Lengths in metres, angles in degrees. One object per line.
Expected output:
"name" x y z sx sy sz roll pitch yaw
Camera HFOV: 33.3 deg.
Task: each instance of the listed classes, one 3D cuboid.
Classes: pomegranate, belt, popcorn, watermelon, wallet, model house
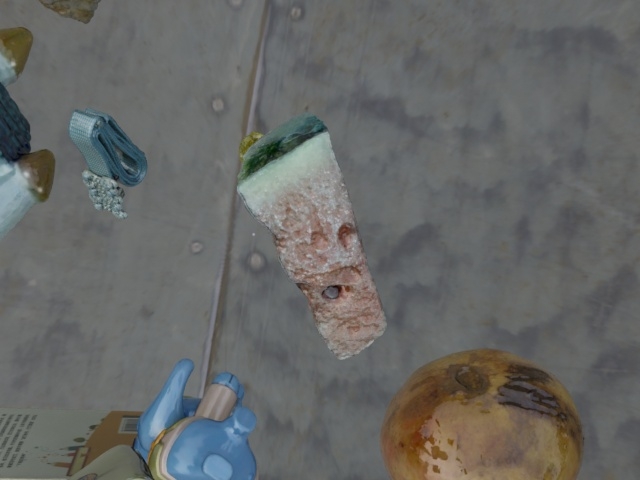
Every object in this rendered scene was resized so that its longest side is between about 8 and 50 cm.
"pomegranate" 0.256 0.320 1.701 0.322 0.322 0.322 0 90 -4
"belt" -0.304 -0.114 1.489 0.065 0.179 0.100 23 73 23
"popcorn" -0.064 -0.091 1.248 0.068 0.059 0.083 -42 79 20
"watermelon" 0.000 0.000 1.034 0.094 0.154 0.241 -22 107 2
"wallet" -0.146 0.167 0.626 0.110 0.155 0.039 -30 92 -13
"model house" -0.388 -0.101 1.116 0.291 0.253 0.184 -49 137 -14

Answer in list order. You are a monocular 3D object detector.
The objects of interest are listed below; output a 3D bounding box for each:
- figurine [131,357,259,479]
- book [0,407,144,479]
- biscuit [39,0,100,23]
"figurine" -0.134 0.233 1.206 0.154 0.262 0.180 12 64 -21
"book" -0.344 0.267 1.389 0.295 0.208 0.020 2 106 -3
"biscuit" -0.330 -0.376 1.366 0.141 0.290 0.038 6 66 -23
